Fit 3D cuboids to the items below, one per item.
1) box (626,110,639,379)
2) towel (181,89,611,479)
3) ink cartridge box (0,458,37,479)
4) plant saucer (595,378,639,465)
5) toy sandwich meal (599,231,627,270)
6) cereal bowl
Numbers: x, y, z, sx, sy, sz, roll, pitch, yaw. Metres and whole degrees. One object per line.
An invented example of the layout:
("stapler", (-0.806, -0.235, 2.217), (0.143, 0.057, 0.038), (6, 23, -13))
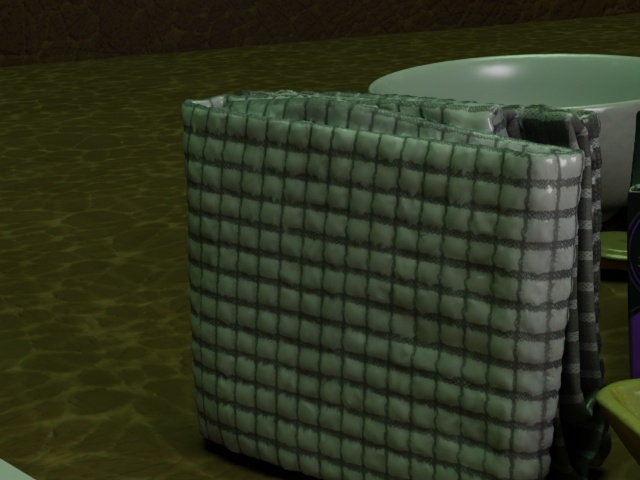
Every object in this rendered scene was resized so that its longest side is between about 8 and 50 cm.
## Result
("box", (0.292, 0.008, 1.094), (0.143, 0.165, 0.270), (0, 15, 12))
("towel", (0.047, 0.026, 0.952), (0.283, 0.235, 0.121), (9, 13, 38))
("ink cartridge box", (-0.281, 0.177, 0.647), (0.306, 0.131, 0.226), (-15, 19, -35))
("plant saucer", (0.345, 0.138, 0.752), (0.332, 0.081, 0.333), (-5, 15, -11))
("toy sandwich meal", (0.261, 0.014, 1.353), (0.085, 0.029, 0.085), (2, 15, 0))
("cereal bowl", (0.219, -0.095, 1.554), (0.339, 0.141, 0.339), (-4, 14, 1))
